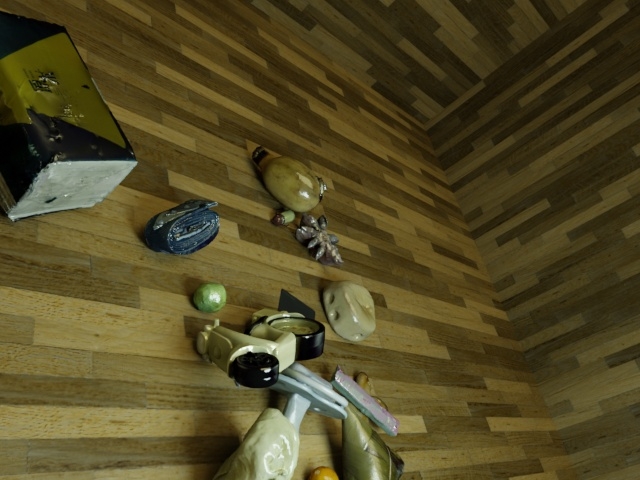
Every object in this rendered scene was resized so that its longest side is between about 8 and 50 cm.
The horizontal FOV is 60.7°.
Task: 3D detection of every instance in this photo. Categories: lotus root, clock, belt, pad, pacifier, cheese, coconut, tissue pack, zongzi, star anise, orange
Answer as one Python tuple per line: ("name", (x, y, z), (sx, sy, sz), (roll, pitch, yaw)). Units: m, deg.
("lotus root", (-0.128, -0.230, 2.011), (0.310, 0.183, 0.183), (39, 33, -4))
("clock", (-0.155, 0.270, 1.421), (0.379, 0.276, 0.120), (-9, 106, -61))
("belt", (-0.389, -0.033, 1.511), (0.218, 0.128, 0.122), (-36, 128, -57))
("pad", (-0.076, 0.235, 1.786), (0.157, 0.003, 0.112), (38, 35, -26))
("pacifier", (-0.059, 0.451, 1.436), (0.287, 0.238, 0.225), (38, 64, -32))
("cheese", (0.110, 0.238, 1.928), (0.235, 0.117, 0.218), (57, 29, -3))
("coconut", (-0.295, 0.155, 1.483), (0.096, 0.088, 0.088), (9, 53, -42))
("tissue pack", (-0.654, -0.282, 1.256), (0.264, 0.253, 0.416), (-18, 77, -58))
("zongzi", (0.097, 0.629, 1.475), (0.300, 0.145, 0.274), (58, 30, -18))
("star anise", (0.000, 0.000, 2.029), (0.229, 0.093, 0.236), (-8, 65, -55))
("orange", (0.008, 0.635, 1.433), (0.070, 0.083, 0.083), (-21, 78, -42))

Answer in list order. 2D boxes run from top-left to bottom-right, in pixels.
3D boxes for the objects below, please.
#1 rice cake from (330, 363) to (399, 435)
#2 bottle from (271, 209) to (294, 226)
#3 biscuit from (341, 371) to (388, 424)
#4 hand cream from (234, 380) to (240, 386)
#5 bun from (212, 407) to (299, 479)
("rice cake", (0.142, 0.494, 1.696), (0.290, 0.051, 0.081), (45, 33, -12))
("bottle", (-0.139, -0.080, 1.968), (0.063, 0.047, 0.101), (33, 30, 19))
("biscuit", (0.129, 0.528, 1.737), (0.164, 0.047, 0.208), (55, 32, 7))
("hand cream", (-0.162, 0.329, 1.535), (0.235, 0.055, 0.086), (-15, 70, -50))
("bun", (-0.135, 0.503, 1.229), (0.145, 0.229, 0.229), (34, 30, 8))
